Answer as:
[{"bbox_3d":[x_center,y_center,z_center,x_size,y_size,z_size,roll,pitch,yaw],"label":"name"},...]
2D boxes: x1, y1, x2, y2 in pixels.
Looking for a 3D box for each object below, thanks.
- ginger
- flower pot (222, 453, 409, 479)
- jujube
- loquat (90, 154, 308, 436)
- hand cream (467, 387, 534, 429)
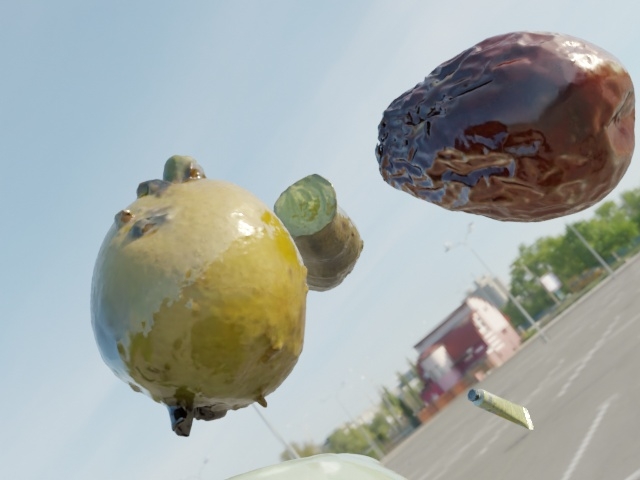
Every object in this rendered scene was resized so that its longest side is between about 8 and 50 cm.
[{"bbox_3d":[0.000,0.000,1.224,0.109,0.116,0.263,-55,-19,-17],"label":"ginger"},{"bbox_3d":[-0.020,0.207,0.349,0.246,0.195,0.246,-17,-23,-7],"label":"flower pot"},{"bbox_3d":[0.159,-0.098,0.748,0.236,0.168,0.168,-2,13,38],"label":"jujube"},{"bbox_3d":[-0.088,0.033,0.590,0.149,0.205,0.172,-8,-15,-18],"label":"loquat"},{"bbox_3d":[0.227,0.210,1.045,0.102,0.035,0.022,26,-59,-26],"label":"hand cream"}]
